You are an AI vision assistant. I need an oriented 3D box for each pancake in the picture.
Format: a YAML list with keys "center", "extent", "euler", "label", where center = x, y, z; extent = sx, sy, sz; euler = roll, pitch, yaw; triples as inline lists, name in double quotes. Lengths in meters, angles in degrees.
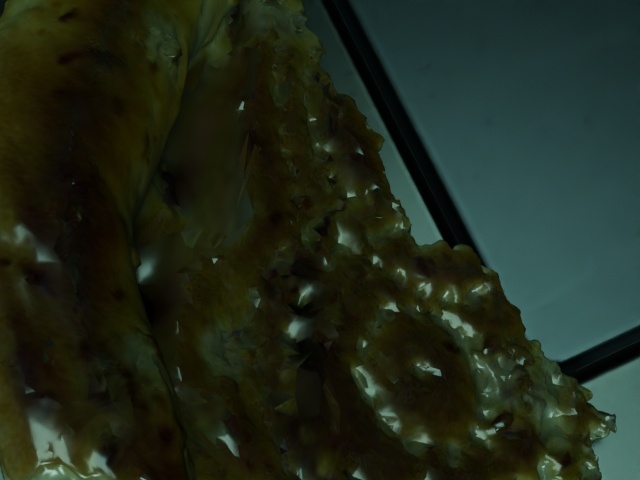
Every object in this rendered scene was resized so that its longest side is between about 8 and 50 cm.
- center: [0.000, 0.000, 0.420]
  extent: [0.244, 0.057, 0.266]
  euler: [27, 51, -11]
  label: "pancake"
